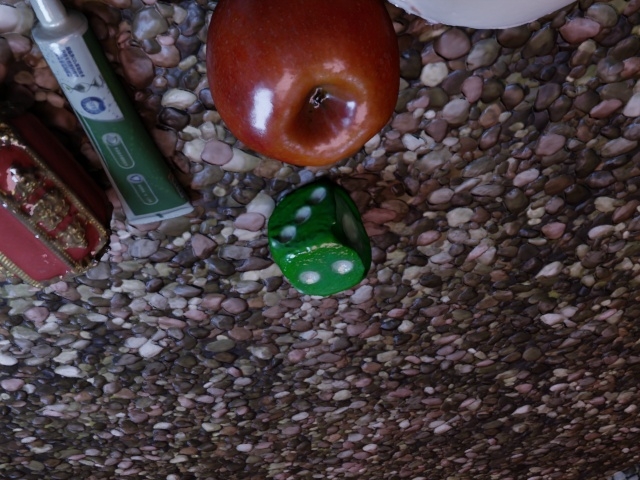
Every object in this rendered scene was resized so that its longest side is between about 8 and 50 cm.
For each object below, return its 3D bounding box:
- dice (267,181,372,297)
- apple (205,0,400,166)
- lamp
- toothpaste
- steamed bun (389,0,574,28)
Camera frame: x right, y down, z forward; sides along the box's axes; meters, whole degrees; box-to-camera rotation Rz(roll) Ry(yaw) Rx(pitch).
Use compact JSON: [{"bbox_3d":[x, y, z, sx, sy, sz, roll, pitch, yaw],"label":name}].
[{"bbox_3d":[0.000,0.000,1.041,0.120,0.128,0.131,-23,139,17],"label":"dice"},{"bbox_3d":[-0.020,-0.197,0.765,0.218,0.201,0.218,-10,135,-10],"label":"apple"},{"bbox_3d":[-0.388,-0.058,0.881,0.177,0.177,0.274,-19,140,11],"label":"lamp"},{"bbox_3d":[-0.265,-0.152,0.875,0.099,0.061,0.392,-12,142,2],"label":"toothpaste"},{"bbox_3d":[0.139,-0.338,0.533,0.325,0.324,0.206,-3,159,-8],"label":"steamed bun"}]
